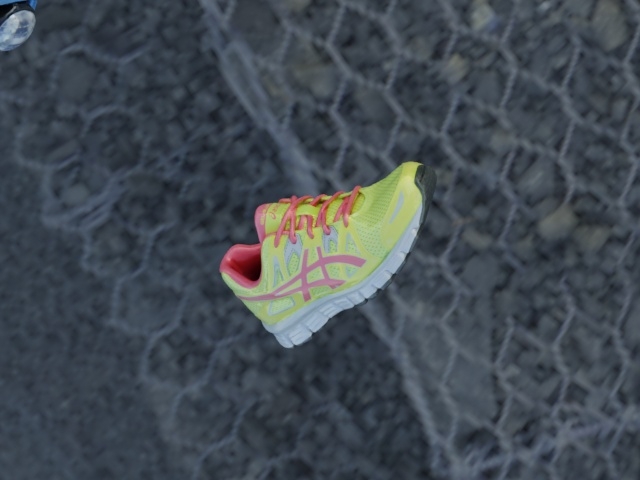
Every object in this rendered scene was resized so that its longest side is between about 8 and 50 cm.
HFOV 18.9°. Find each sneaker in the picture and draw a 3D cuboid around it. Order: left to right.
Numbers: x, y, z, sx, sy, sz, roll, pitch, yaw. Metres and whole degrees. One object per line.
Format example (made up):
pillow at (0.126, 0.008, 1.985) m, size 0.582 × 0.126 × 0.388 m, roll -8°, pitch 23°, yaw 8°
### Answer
sneaker at (0.000, 0.000, 1.363) m, size 0.094 × 0.081 × 0.208 m, roll 38°, pitch 131°, yaw -13°

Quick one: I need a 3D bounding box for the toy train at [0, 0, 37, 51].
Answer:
toy train at (-0.192, -0.177, 0.941) m, size 0.184 × 0.080 × 0.105 m, roll 48°, pitch 130°, yaw 20°
